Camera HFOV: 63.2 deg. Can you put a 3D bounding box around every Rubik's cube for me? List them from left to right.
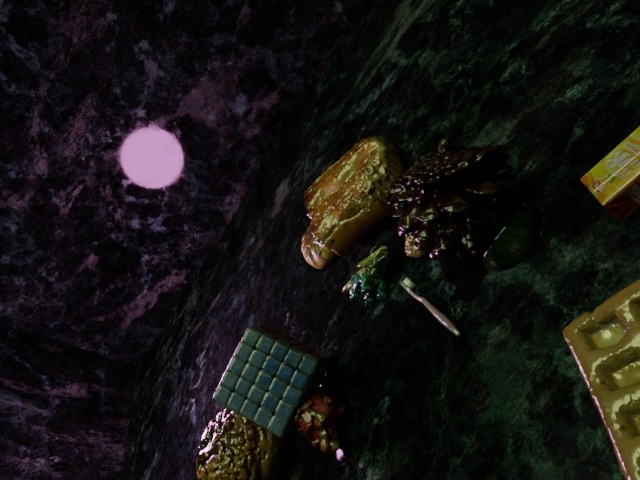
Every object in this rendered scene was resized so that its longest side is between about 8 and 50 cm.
[{"bbox_3d":[-0.132,0.401,1.517,0.237,0.237,0.238,-63,-16,-5],"label":"Rubik's cube"}]

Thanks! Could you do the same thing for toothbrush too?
[{"bbox_3d":[0.276,0.161,1.316,0.030,0.025,0.307,-51,25,5],"label":"toothbrush"}]

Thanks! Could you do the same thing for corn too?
[{"bbox_3d":[0.297,-0.076,1.434,0.097,0.097,0.262,-2,63,63],"label":"corn"}]

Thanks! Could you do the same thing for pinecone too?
[{"bbox_3d":[0.302,-0.086,1.207,0.298,0.296,0.242,-12,43,11],"label":"pinecone"}]

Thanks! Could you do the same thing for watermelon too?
[{"bbox_3d":[0.416,-0.010,1.157,0.182,0.075,0.092,-57,21,15],"label":"watermelon"}]

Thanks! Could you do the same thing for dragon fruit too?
[{"bbox_3d":[0.002,0.490,1.405,0.208,0.149,0.133,-130,41,-58],"label":"dragon fruit"}]

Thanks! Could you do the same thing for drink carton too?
[{"bbox_3d":[0.600,-0.152,0.946,0.223,0.071,0.096,-50,27,27],"label":"drink carton"}]

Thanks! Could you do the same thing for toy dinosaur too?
[{"bbox_3d":[0.129,0.128,1.574,0.259,0.094,0.153,-48,27,45],"label":"toy dinosaur"}]

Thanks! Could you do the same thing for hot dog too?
[{"bbox_3d":[0.131,-0.178,1.768,0.365,0.196,0.367,-48,35,28],"label":"hot dog"}]

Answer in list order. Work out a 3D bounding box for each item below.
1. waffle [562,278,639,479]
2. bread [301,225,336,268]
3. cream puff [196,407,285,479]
[{"bbox_3d":[0.523,0.193,0.735,0.304,0.077,0.348,-46,29,34],"label":"waffle"},{"bbox_3d":[0.000,0.000,1.939,0.213,0.104,0.213,-44,27,30],"label":"bread"},{"bbox_3d":[-0.264,0.659,1.621,0.343,0.231,0.327,3,71,64],"label":"cream puff"}]
